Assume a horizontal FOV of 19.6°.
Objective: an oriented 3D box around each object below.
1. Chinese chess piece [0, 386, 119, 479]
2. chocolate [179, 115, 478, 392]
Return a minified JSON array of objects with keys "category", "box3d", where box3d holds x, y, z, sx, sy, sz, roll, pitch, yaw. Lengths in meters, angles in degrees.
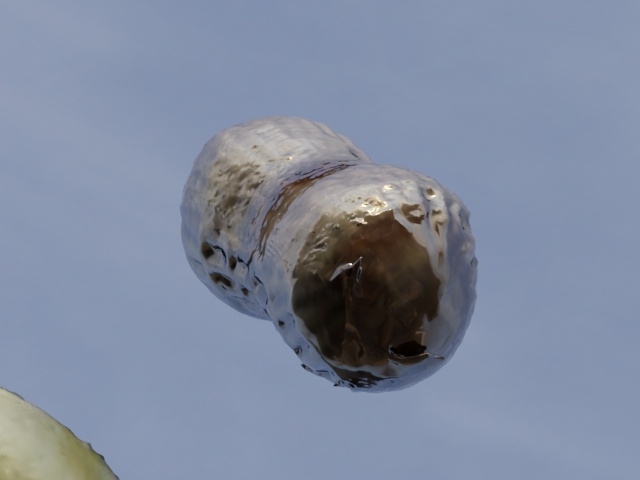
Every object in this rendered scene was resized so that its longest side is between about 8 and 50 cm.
[{"category":"Chinese chess piece","box3d":[-0.165,0.133,0.765,0.188,0.083,0.188,11,-43,10]},{"category":"chocolate","box3d":[0.000,0.000,0.890,0.110,0.248,0.110,-5,-77,-22]}]
